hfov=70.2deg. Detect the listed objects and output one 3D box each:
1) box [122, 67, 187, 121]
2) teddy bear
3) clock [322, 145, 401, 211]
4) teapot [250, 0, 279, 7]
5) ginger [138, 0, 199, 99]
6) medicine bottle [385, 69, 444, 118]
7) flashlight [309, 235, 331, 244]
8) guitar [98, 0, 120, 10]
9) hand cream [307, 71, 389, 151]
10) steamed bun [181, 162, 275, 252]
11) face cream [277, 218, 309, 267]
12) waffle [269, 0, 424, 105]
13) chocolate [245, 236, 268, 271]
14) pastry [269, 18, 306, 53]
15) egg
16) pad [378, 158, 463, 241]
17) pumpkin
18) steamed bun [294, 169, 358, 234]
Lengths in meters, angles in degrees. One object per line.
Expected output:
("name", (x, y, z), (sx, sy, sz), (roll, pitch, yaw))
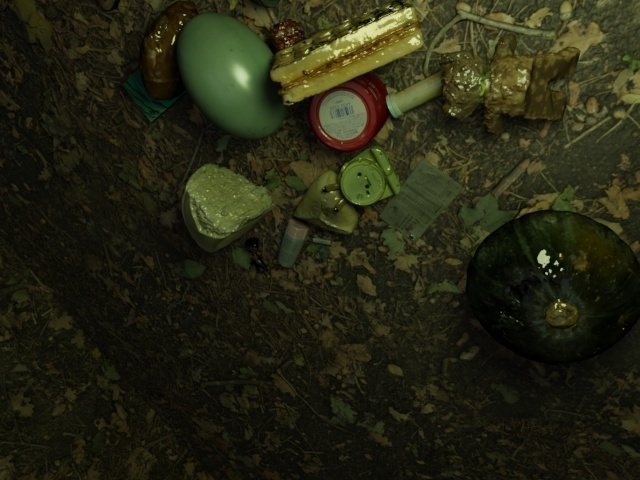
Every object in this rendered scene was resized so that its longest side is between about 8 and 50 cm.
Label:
("box", (-0.574, -0.542, 1.599), (0.227, 0.042, 0.160), (-25, 107, 32))
("teddy bear", (0.466, -0.388, 1.148), (0.223, 0.296, 0.246), (32, 130, 47))
("clock", (0.129, -0.182, 1.458), (0.232, 0.069, 0.170), (-27, 108, 17))
("teapot", (-0.175, -0.733, 1.268), (0.108, 0.111, 0.149), (20, 132, 29))
("ginger", (-0.471, -0.584, 1.420), (0.165, 0.172, 0.321), (31, 116, -2))
("medicine bottle", (0.296, -0.421, 1.274), (0.218, 0.074, 0.073), (-20, 110, 30))
("flashlight", (0.000, 0.000, 1.692), (0.083, 0.018, 0.018), (10, 123, 18))
("guitar", (-0.620, -0.826, 1.447), (0.271, 0.038, 0.083), (-12, 114, 32))
("hand cream", (0.083, -0.384, 1.342), (0.231, 0.149, 0.230), (10, 120, 18))
("steamed bun", (-0.354, -0.132, 1.623), (0.273, 0.290, 0.272), (-37, 86, 43))
("face cream", (-0.108, 0.012, 1.725), (0.084, 0.057, 0.198), (27, 125, 6))
("waffle", (0.056, -0.483, 1.158), (0.377, 0.261, 0.113), (-20, 117, 10))
("chocolate", (-0.259, 0.063, 1.820), (0.072, 0.070, 0.147), (21, 131, 46))
("pastry", (-0.074, -0.536, 1.339), (0.097, 0.115, 0.208), (-28, 108, -2))
("egg", (-0.258, -0.480, 1.351), (0.276, 0.276, 0.388), (-27, 106, 34))
("pad", (0.320, -0.123, 1.482), (0.160, 0.009, 0.265), (35, 127, 1))
("pumpkin", (0.649, 0.134, 1.285), (0.455, 0.344, 0.454), (8, 121, 13))
("steamed bun", (0.033, -0.103, 1.561), (0.213, 0.110, 0.231), (36, 130, -1))
